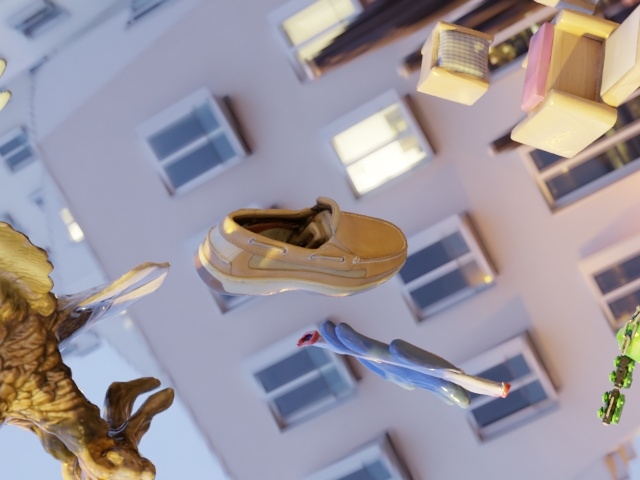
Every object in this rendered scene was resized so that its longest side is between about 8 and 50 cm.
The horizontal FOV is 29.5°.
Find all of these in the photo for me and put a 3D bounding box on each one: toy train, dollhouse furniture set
[{"bbox_3d":[0.235,0.103,0.941,0.024,0.017,0.083,21,-93,-60],"label":"toy train"},{"bbox_3d":[0.087,-0.255,0.793,0.198,0.303,0.286,127,157,-65],"label":"dollhouse furniture set"}]

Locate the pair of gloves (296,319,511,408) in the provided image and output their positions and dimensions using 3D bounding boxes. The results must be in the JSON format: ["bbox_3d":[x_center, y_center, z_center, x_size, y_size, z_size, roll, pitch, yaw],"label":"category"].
[{"bbox_3d":[0.064,0.103,0.992,0.159,0.023,0.198,20,170,-7],"label":"pair of gloves"}]

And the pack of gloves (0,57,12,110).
[{"bbox_3d":[-0.415,-0.136,1.113,0.195,0.232,0.046,44,-175,-14],"label":"pack of gloves"}]

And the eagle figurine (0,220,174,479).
[{"bbox_3d":[-0.241,0.074,0.716,0.298,0.226,0.225,31,-167,-13],"label":"eagle figurine"}]

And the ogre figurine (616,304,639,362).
[{"bbox_3d":[0.315,0.060,0.848,0.097,0.118,0.197,-12,-151,-40],"label":"ogre figurine"}]

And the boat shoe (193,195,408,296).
[{"bbox_3d":[0.000,0.000,0.918,0.190,0.072,0.068,-7,-130,-40],"label":"boat shoe"}]
